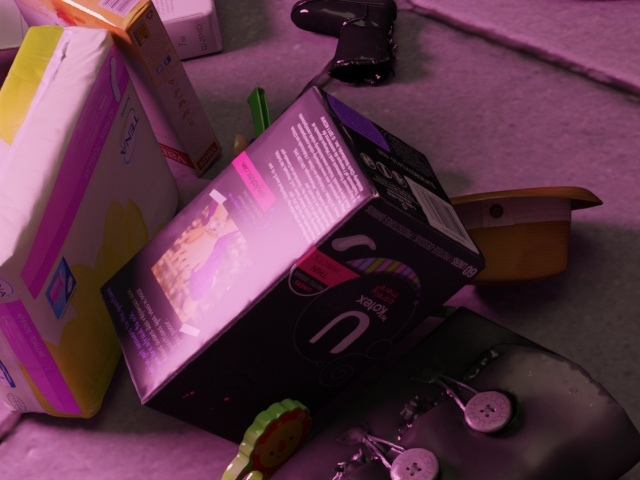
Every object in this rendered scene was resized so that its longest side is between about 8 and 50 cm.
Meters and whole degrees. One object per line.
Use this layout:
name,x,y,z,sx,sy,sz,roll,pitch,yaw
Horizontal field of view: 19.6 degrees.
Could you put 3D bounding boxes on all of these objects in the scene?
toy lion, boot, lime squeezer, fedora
toy lion,-0.046,0.181,1.552,0.100,0.096,0.034,-40,54,-23
boot,0.084,0.279,1.430,0.445,0.146,0.367,-33,54,-24
lime squeezer,0.000,0.000,1.714,0.110,0.059,0.310,-43,60,4
boot,0.024,-0.206,1.915,0.121,0.045,0.099,0,53,9
fedora,0.160,0.000,1.664,0.194,0.194,0.079,-6,85,4

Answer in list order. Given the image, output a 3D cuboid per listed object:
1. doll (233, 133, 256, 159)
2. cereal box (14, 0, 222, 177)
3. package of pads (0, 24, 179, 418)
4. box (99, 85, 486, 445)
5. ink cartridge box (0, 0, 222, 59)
doll,0.010,-0.064,1.790,0.189,0.046,0.129,0,60,9
cereal box,-0.201,-0.172,1.789,0.173,0.240,0.047,27,67,29
package of pads,-0.230,-0.014,1.665,0.101,0.229,0.296,1,50,19
box,-0.026,0.031,1.558,0.270,0.165,0.143,-42,47,18
ink cartridge box,-0.256,-0.299,2.024,0.261,0.066,0.296,-11,48,-1
